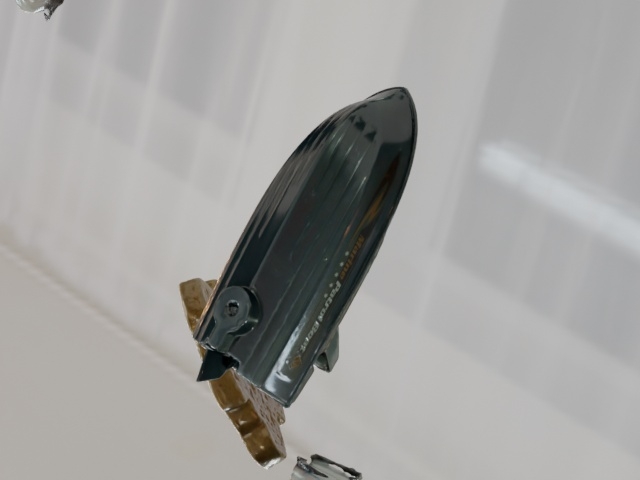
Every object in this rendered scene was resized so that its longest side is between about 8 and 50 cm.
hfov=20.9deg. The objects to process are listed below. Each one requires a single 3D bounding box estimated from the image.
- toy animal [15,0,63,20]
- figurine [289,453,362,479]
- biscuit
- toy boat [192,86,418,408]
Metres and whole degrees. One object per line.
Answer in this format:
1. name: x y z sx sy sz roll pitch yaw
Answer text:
1. toy animal: -0.312 -0.357 1.608 0.289 0.174 0.249 8 -131 -37
2. figurine: -0.043 0.335 1.739 0.110 0.246 0.138 24 -173 23
3. biscuit: -0.087 0.123 1.817 0.041 0.212 0.239 -25 -172 10
4. toy boat: 0.000 0.000 1.228 0.093 0.246 0.103 33 -173 39
